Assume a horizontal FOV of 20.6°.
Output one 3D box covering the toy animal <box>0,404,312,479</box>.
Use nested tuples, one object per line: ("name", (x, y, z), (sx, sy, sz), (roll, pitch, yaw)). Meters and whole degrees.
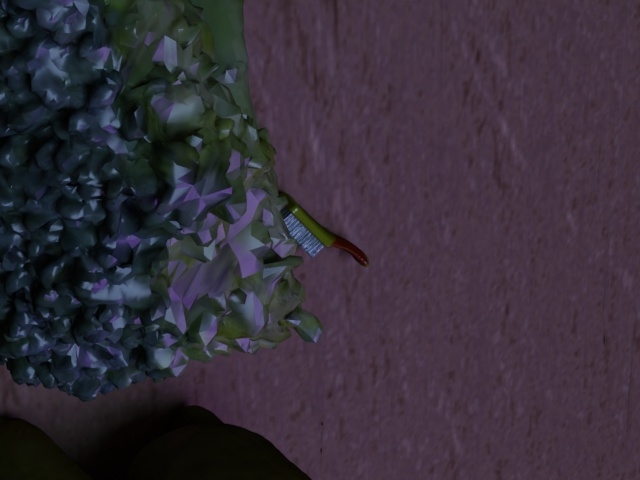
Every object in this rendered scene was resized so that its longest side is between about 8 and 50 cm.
("toy animal", (-0.151, 0.197, 0.876), (0.363, 0.180, 0.181), (-5, 109, -33))

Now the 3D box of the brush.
("brush", (0.000, 0.000, 1.002), (0.021, 0.019, 0.083), (-49, 137, 5))

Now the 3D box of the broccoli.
("broccoli", (-0.065, -0.102, 0.784), (0.397, 0.275, 0.353), (-25, 149, -56))
